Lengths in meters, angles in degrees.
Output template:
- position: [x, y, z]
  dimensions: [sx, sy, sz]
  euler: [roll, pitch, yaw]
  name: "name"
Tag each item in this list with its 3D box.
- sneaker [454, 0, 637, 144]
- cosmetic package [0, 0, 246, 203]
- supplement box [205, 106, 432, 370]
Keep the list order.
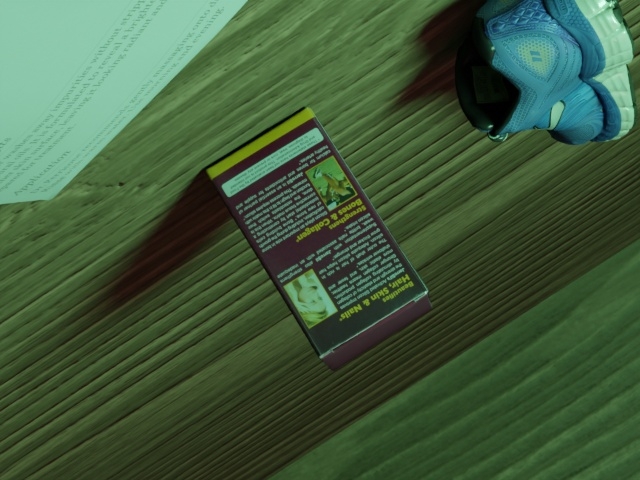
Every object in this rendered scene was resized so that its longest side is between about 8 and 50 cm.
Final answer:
- position: [0.187, -0.154, 1.494]
  dimensions: [0.147, 0.130, 0.330]
  euler: [-19, 163, 7]
  name: "sneaker"
- position: [-0.213, -0.117, 0.691]
  dimensions: [0.217, 0.156, 0.385]
  euler: [-40, 162, 29]
  name: "cosmetic package"
- position: [0.000, 0.000, 1.427]
  dimensions: [0.104, 0.188, 0.081]
  euler: [-32, 166, 0]
  name: "supplement box"
